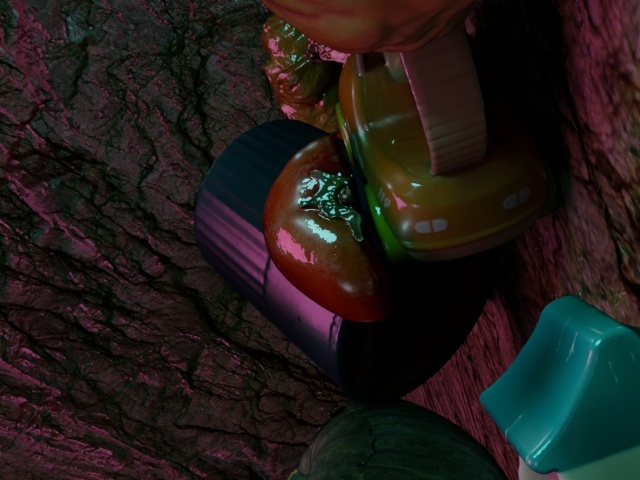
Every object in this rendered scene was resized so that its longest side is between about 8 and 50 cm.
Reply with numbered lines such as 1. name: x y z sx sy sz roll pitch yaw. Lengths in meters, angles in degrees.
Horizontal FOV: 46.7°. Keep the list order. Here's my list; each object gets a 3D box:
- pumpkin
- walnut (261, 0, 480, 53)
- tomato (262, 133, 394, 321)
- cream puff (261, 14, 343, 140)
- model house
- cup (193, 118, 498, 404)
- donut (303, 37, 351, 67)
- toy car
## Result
1. pumpkin: 0.070 0.330 0.803 0.257 0.292 0.328 29 -170 1
2. walnut: 0.024 -0.226 0.397 0.224 0.256 0.257 -52 48 48
3. tomato: 0.000 0.000 0.621 0.139 0.091 0.159 55 -166 -70
4. cream puff: 0.004 -0.279 1.195 0.241 0.154 0.269 -55 -52 -44
5. model house: 0.172 0.107 0.441 0.100 0.127 0.149 -113 3 -78
6. cup: 0.041 -0.002 0.886 0.292 0.307 0.242 33 136 39
7. donut: 0.048 -0.301 0.998 0.186 0.144 0.126 -36 -58 -48
8. toy car: 0.085 -0.117 0.584 0.235 0.145 0.235 -18 -90 -88
